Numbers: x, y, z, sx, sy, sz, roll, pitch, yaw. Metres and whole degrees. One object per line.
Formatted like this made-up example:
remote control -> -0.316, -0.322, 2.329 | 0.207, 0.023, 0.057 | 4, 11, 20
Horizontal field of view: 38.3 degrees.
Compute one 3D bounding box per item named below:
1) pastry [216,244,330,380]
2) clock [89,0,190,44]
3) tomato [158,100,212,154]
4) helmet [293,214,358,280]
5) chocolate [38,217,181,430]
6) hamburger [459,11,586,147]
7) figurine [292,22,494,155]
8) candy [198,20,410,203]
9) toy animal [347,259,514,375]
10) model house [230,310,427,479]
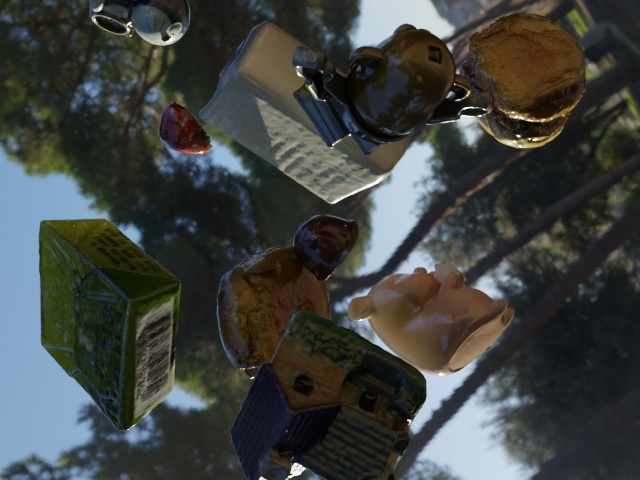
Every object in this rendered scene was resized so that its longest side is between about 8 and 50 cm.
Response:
pastry -> -0.100, 0.176, 2.170 | 0.356, 0.164, 0.356 | 22, -119, -47
clock -> -0.443, -0.574, 2.279 | 0.199, 0.243, 0.146 | 125, 159, -71
tomato -> -0.348, -0.262, 2.304 | 0.139, 0.091, 0.159 | 33, 166, 40
helmet -> 0.000, 0.000, 2.081 | 0.106, 0.175, 0.155 | 31, -110, -22
chocolate -> -0.384, 0.137, 1.674 | 0.137, 0.301, 0.289 | -20, -137, -41
hamburger -> 0.390, -0.309, 1.800 | 0.163, 0.244, 0.244 | 104, 142, -65
figurine -> 0.111, -0.244, 1.498 | 0.285, 0.342, 0.167 | -23, 81, 65
candy -> -0.032, -0.229, 1.739 | 0.359, 0.208, 0.145 | 34, -124, -18
toy animal -> 0.217, 0.145, 1.825 | 0.256, 0.213, 0.195 | 36, -178, 30
model house -> 0.011, 0.334, 1.647 | 0.312, 0.245, 0.280 | 30, -149, 0
